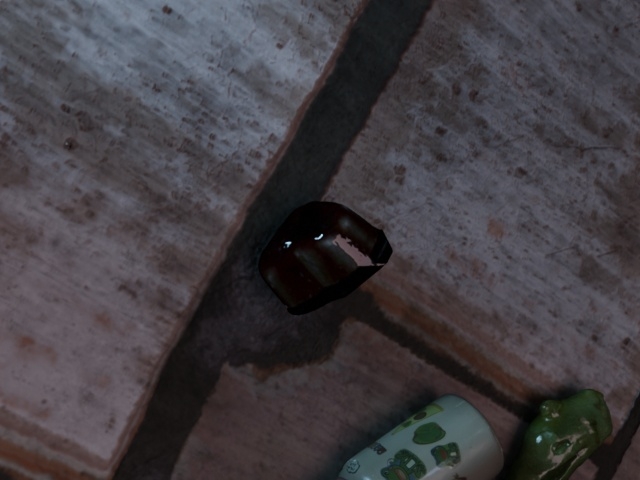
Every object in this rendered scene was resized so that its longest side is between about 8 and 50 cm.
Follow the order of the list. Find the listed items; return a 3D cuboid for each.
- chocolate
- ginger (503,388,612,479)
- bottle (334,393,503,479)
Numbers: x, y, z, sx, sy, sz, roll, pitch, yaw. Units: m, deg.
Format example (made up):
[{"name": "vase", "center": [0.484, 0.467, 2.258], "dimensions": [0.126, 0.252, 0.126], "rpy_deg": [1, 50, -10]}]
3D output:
[{"name": "chocolate", "center": [0.000, 0.000, 1.174], "dimensions": [0.080, 0.149, 0.125], "rpy_deg": [42, 39, -28]}, {"name": "ginger", "center": [0.304, 0.332, 1.433], "dimensions": [0.137, 0.089, 0.290], "rpy_deg": [17, 85, -13]}, {"name": "bottle", "center": [0.089, 0.292, 1.279], "dimensions": [0.253, 0.120, 0.120], "rpy_deg": [-29, 112, -22]}]
